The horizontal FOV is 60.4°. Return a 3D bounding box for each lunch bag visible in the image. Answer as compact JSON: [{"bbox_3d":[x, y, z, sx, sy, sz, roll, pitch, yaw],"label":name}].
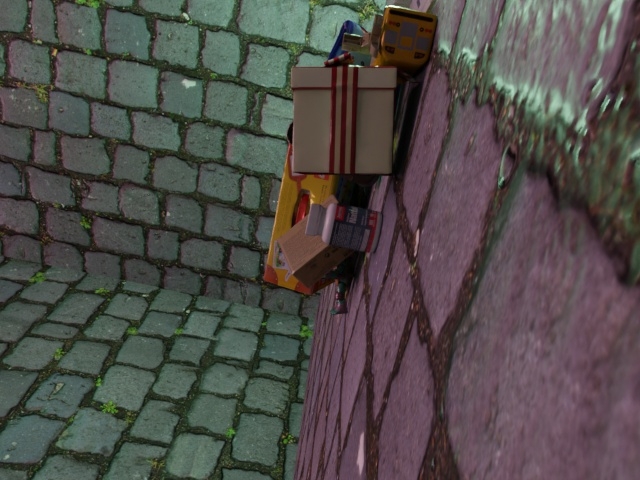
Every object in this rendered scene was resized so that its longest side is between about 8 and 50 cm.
[{"bbox_3d":[0.117,-0.434,1.496,0.138,0.220,0.293,19,90,52],"label":"lunch bag"}]

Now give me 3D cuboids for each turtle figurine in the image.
[{"bbox_3d":[0.051,0.113,1.753,0.175,0.118,0.234,2,-97,-72],"label":"turtle figurine"}]

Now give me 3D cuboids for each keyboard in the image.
[{"bbox_3d":[0.236,-0.553,1.301,0.256,0.014,0.072,-149,49,-89],"label":"keyboard"}]

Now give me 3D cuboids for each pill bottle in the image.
[{"bbox_3d":[0.057,-0.037,1.381,0.108,0.180,0.108,-169,90,-88],"label":"pill bottle"}]

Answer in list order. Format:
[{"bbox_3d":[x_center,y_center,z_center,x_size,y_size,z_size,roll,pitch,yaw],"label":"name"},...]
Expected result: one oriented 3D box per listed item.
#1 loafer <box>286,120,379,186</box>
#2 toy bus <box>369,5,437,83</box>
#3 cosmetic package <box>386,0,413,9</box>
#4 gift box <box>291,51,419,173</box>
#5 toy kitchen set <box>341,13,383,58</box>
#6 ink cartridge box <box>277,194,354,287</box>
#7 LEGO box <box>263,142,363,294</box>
[{"bbox_3d":[0.022,-0.287,1.648,0.130,0.365,0.134,10,-71,-55],"label":"loafer"},{"bbox_3d":[0.181,-0.448,1.274,0.333,0.108,0.130,-92,12,-83],"label":"toy bus"},{"bbox_3d":[0.230,-0.653,1.499,0.231,0.085,0.118,-82,3,-89],"label":"cosmetic package"},{"bbox_3d":[0.079,-0.279,1.264,0.255,0.276,0.258,-73,-17,-84],"label":"gift box"},{"bbox_3d":[0.085,-0.417,1.140,0.083,0.075,0.068,104,175,-67],"label":"toy kitchen set"},{"bbox_3d":[0.000,0.000,1.675,0.234,0.088,0.193,-39,37,9],"label":"ink cartridge box"},{"bbox_3d":[-0.002,-0.100,1.977,0.372,0.193,0.501,-18,-59,-68],"label":"LEGO box"}]
